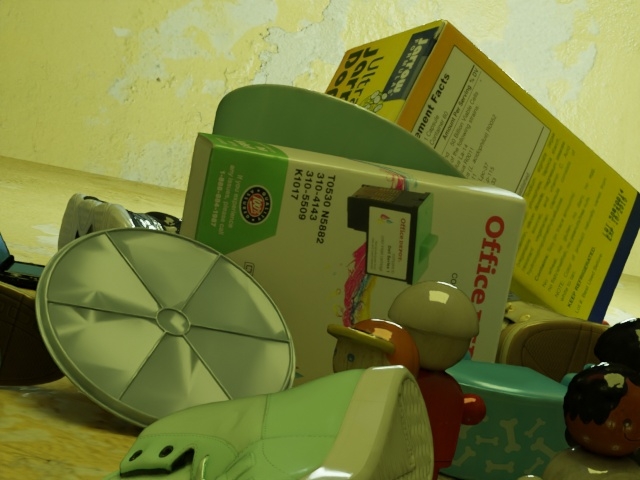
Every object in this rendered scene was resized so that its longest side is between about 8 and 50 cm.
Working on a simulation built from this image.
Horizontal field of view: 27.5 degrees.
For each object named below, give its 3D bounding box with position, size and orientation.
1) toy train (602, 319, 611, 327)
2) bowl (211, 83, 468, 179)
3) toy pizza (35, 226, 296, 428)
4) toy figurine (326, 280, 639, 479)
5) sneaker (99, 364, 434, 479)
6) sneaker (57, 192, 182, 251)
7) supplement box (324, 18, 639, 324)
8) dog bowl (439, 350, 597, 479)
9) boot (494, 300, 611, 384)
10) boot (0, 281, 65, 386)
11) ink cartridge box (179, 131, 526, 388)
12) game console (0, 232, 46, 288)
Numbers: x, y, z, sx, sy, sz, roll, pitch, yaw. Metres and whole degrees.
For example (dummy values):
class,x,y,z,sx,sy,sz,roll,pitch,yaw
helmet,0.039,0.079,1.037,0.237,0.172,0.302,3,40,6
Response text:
class,x,y,z,sx,sy,sz,roll,pitch,yaw
toy train,0.321,0.128,1.584,0.166,0.046,0.125,1,11,-42
bowl,0.000,0.000,1.309,0.311,0.163,0.311,23,-22,10
toy pizza,-0.113,0.069,0.964,0.201,0.032,0.201,19,39,-16
toy figurine,0.106,0.109,0.763,0.213,0.148,0.209,13,5,20
sneaker,-0.043,0.141,0.576,0.151,0.094,0.256,-13,13,18
sneaker,-0.196,0.012,1.485,0.153,0.101,0.268,12,7,-27
supplement box,0.167,-0.054,1.489,0.356,0.194,0.195,37,-23,-26
dog bowl,0.189,0.141,1.000,0.297,0.074,0.166,9,5,-19
boot,0.216,0.109,1.251,0.261,0.095,0.203,11,5,-36
boot,-0.276,0.055,1.019,0.213,0.077,0.165,10,3,3
ink cartridge box,0.017,0.032,1.128,0.278,0.202,0.117,9,7,-14
game console,-0.329,0.007,1.441,0.107,0.071,0.122,10,6,-7
